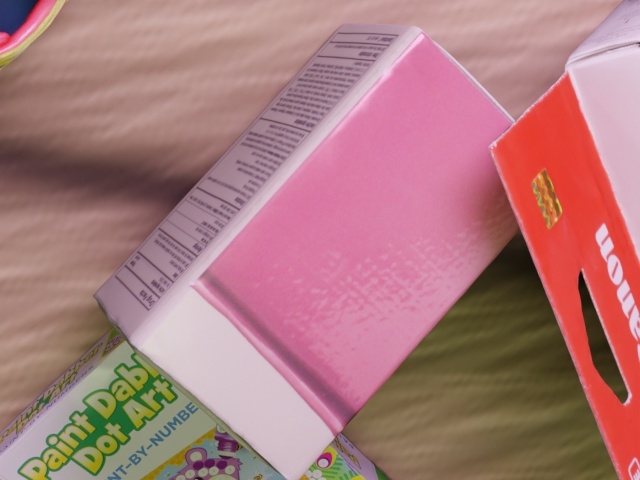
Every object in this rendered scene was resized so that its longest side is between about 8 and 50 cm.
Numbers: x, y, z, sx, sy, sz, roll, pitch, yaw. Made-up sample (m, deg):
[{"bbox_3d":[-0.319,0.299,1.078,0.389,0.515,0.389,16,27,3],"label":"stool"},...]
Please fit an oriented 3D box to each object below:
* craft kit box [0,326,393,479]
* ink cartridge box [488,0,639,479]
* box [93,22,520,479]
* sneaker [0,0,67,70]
[{"bbox_3d":[-0.098,0.189,1.078,0.250,0.061,0.246,-43,104,10],"label":"craft kit box"},{"bbox_3d":[0.209,0.014,0.942,0.060,0.239,0.275,-14,108,33],"label":"ink cartridge box"},{"bbox_3d":[0.000,0.000,0.943,0.127,0.148,0.232,43,86,-17],"label":"box"},{"bbox_3d":[-0.213,-0.120,0.943,0.081,0.094,0.208,42,102,-17],"label":"sneaker"}]
